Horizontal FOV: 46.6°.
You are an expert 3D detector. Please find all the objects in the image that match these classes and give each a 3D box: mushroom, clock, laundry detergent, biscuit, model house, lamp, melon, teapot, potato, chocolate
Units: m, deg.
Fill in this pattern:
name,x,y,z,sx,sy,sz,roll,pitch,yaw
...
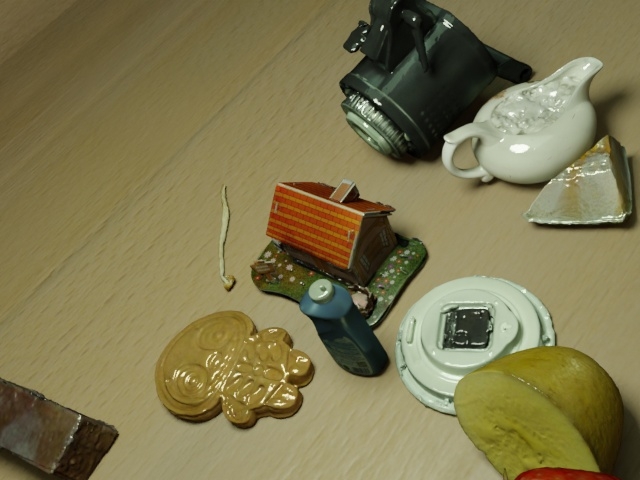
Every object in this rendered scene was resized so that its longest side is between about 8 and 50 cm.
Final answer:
name,x,y,z,sx,sy,sz,roll,pitch,yaw
mushroom,-0.187,-0.012,1.439,0.028,0.026,0.286,-10,44,-2
clock,0.215,0.138,1.080,0.237,0.053,0.236,-15,45,16
laundry detergent,0.029,0.121,1.078,0.097,0.206,0.061,23,65,38
biscuit,-0.148,0.209,1.211,0.289,0.044,0.202,9,56,35
model house,0.001,0.000,1.238,0.294,0.154,0.207,22,62,38
lamp,0.174,-0.280,1.351,0.205,0.374,0.272,44,111,38
melon,0.415,-0.075,1.141,0.202,0.093,0.139,-36,53,1
teapot,0.342,-0.185,1.238,0.298,0.139,0.204,-33,47,-4
potato,0.294,0.208,0.918,0.158,0.178,0.203,-27,28,-30
chocolate,-0.500,0.311,1.262,0.321,0.112,0.111,12,67,33

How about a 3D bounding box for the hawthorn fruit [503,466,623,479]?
name,x,y,z,sx,sy,sz,roll,pitch,yaw
hawthorn fruit,0.264,0.360,0.727,0.262,0.258,0.258,29,67,19
